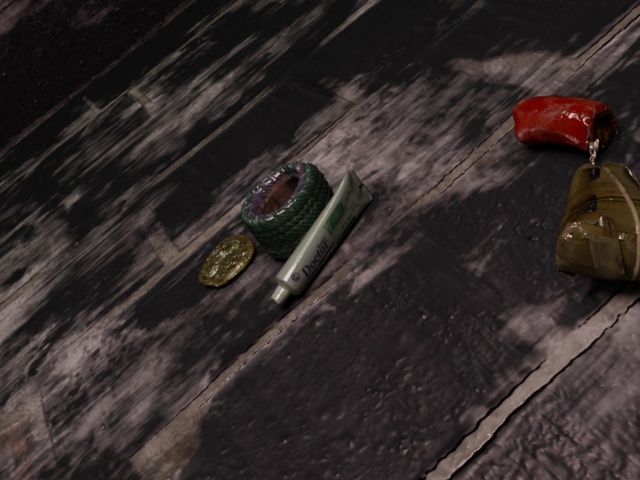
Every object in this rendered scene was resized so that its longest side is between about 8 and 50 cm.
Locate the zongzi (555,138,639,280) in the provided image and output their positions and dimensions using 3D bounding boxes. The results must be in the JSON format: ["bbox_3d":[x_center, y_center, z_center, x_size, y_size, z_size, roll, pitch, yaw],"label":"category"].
[{"bbox_3d":[0.341,-0.022,0.694,0.177,0.081,0.189,11,38,21],"label":"zongzi"}]

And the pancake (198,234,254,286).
[{"bbox_3d":[-0.149,0.032,1.079,0.108,0.017,0.108,-26,35,20],"label":"pancake"}]

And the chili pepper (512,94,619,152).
[{"bbox_3d":[0.300,-0.148,0.859,0.123,0.070,0.073,18,78,48],"label":"chili pepper"}]

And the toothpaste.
[{"bbox_3d":[0.000,0.000,0.956,0.041,0.064,0.218,12,61,53],"label":"toothpaste"}]

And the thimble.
[{"bbox_3d":[-0.046,-0.045,1.014,0.118,0.090,0.135,-5,44,36],"label":"thimble"}]
